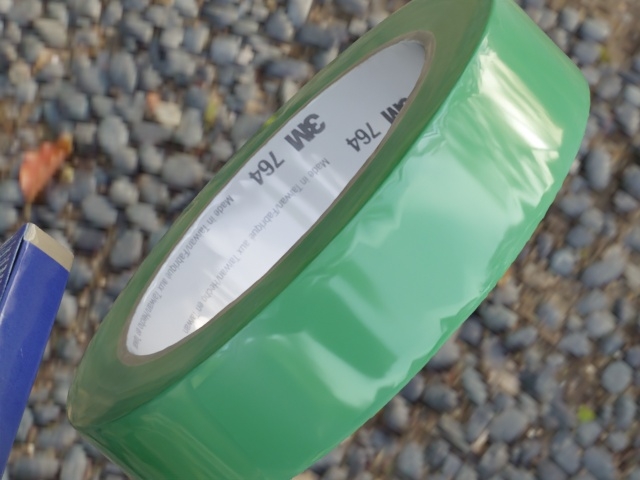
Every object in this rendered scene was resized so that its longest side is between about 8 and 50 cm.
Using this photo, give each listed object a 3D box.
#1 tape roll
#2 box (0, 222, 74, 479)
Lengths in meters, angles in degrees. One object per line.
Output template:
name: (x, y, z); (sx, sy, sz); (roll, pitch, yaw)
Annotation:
tape roll: (0.000, 0.000, 0.990); (0.077, 0.321, 0.321); (44, 63, -15)
box: (-0.189, 0.102, 0.866); (0.036, 0.136, 0.225); (40, 31, -19)
